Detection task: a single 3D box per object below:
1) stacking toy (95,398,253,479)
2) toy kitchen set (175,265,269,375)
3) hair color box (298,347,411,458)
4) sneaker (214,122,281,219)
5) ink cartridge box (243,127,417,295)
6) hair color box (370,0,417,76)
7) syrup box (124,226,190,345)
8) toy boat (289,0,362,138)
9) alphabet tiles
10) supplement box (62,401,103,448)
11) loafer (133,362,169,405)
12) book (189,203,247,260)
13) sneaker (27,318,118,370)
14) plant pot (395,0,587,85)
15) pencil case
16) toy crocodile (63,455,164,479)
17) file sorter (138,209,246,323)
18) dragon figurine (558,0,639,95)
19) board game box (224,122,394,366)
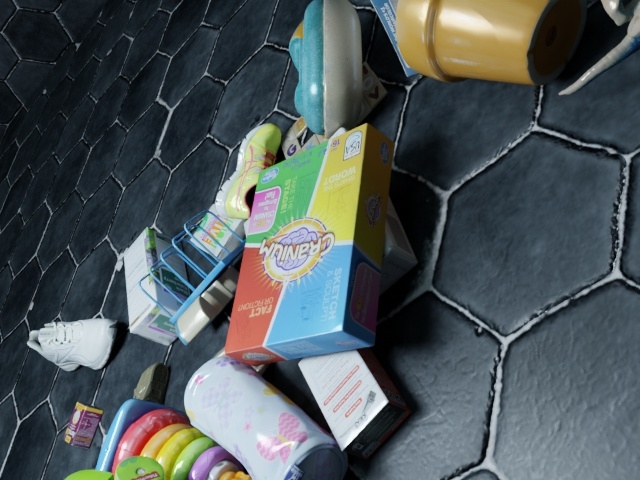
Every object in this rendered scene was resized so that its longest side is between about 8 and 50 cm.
[{"bbox_3d":[-0.182,0.355,1.023,0.302,0.166,0.175,1,67,38],"label":"stacking toy"},{"bbox_3d":[-0.161,0.168,1.175,0.122,0.166,0.207,-46,3,18],"label":"toy kitchen set"},{"bbox_3d":[0.042,0.198,0.921,0.093,0.053,0.167,-50,37,13],"label":"hair color box"},{"bbox_3d":[-0.117,-0.128,1.311,0.094,0.081,0.208,19,82,36],"label":"sneaker"},{"bbox_3d":[0.000,0.000,1.087,0.261,0.066,0.296,-42,40,24],"label":"ink cartridge box"},{"bbox_3d":[0.146,-0.458,1.109,0.105,0.174,0.347,-16,54,21],"label":"hair color box"},{"bbox_3d":[-0.336,0.092,1.401,0.096,0.093,0.237,-45,39,19],"label":"syrup box"},{"bbox_3d":[-0.004,-0.341,1.116,0.148,0.318,0.267,0,60,1],"label":"toy boat"},{"bbox_3d":[0.022,-0.214,1.248,0.237,0.009,0.198,-46,39,21],"label":"alphabet tiles"},{"bbox_3d":[-0.507,0.394,1.448,0.055,0.043,0.083,0,68,48],"label":"supplement box"},{"bbox_3d":[-0.330,0.306,1.292,0.050,0.056,0.148,-20,43,42],"label":"loafer"},{"bbox_3d":[-0.203,-0.016,1.370,0.144,0.035,0.096,22,81,54],"label":"book"},{"bbox_3d":[-0.570,0.234,1.556,0.297,0.129,0.111,-22,50,39],"label":"sneaker"},{"bbox_3d":[0.238,-0.298,0.909,0.188,0.205,0.205,34,94,38],"label":"plant pot"},{"bbox_3d":[-0.084,0.268,0.949,0.273,0.113,0.124,30,89,46],"label":"pencil case"},{"bbox_3d":[-0.201,0.394,0.910,0.340,0.105,0.115,21,112,12],"label":"toy crocodile"},{"bbox_3d":[-0.235,0.044,1.247,0.170,0.104,0.118,-47,1,25],"label":"file sorter"},{"bbox_3d":[0.404,-0.269,0.768,0.289,0.144,0.085,-66,34,27],"label":"dragon figurine"},{"bbox_3d":[-0.015,0.011,0.989,0.242,0.064,0.317,-19,53,41],"label":"board game box"}]
